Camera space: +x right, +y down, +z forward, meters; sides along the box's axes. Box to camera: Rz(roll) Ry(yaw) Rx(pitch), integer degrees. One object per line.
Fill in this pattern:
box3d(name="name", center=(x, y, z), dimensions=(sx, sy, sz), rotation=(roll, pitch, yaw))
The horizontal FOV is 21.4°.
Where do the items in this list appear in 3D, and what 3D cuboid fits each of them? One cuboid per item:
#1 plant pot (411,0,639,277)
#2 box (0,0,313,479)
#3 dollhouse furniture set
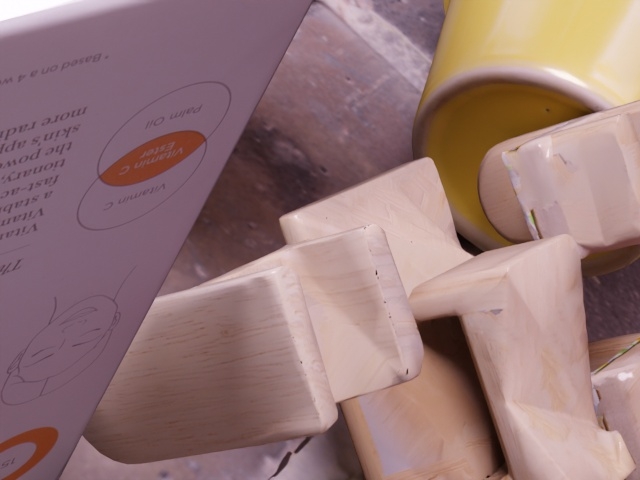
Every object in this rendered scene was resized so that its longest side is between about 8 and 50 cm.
box3d(name="plant pot", center=(0.176, -0.113, 1.087), dimensions=(0.254, 0.254, 0.239), rotation=(37, 51, -4))
box3d(name="box", center=(-0.175, -0.023, 0.578), dimensions=(0.215, 0.345, 0.168), rotation=(-21, 66, -36))
box3d(name="dollhouse furniture set", center=(0.000, 0.000, 0.868), dimensions=(0.362, 0.256, 0.394), rotation=(-24, 98, -49))
